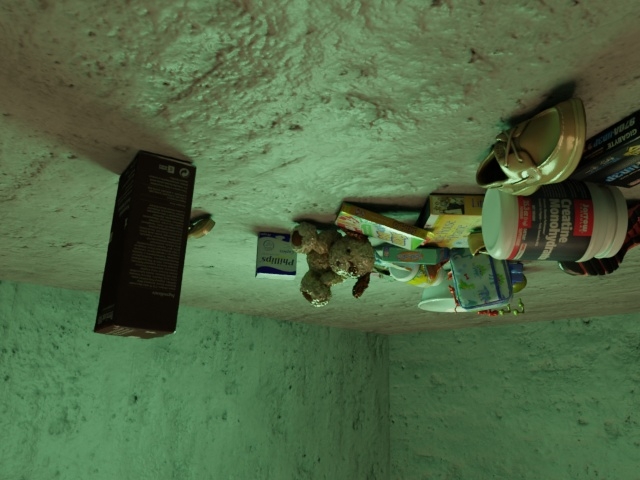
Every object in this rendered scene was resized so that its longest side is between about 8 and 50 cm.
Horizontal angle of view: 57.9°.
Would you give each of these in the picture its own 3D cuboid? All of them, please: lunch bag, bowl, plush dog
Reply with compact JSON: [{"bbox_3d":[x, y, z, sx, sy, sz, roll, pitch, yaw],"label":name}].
[{"bbox_3d":[0.505,0.104,1.811,0.176,0.218,0.090,-13,161,22],"label":"lunch bag"},{"bbox_3d":[0.536,0.197,2.299,0.298,0.133,0.298,2,164,1],"label":"bowl"},{"bbox_3d":[0.061,0.053,1.726,0.226,0.262,0.211,-1,-165,35],"label":"plush dog"}]

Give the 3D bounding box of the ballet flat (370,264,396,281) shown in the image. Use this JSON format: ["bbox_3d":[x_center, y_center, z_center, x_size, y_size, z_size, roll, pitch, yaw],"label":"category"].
[{"bbox_3d":[0.229,0.101,2.119,0.222,0.076,0.079,15,140,-39],"label":"ballet flat"}]

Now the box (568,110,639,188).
[{"bbox_3d":[0.615,-0.172,1.135,0.175,0.051,0.220,6,163,-15],"label":"box"}]

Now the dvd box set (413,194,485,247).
[{"bbox_3d":[0.480,-0.045,1.578,0.421,0.062,0.307,1,164,0],"label":"dvd box set"}]

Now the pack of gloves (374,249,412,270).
[{"bbox_3d":[0.163,0.040,1.888,0.195,0.046,0.232,22,174,-26],"label":"pack of gloves"}]

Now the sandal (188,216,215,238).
[{"bbox_3d":[-0.411,-0.035,1.713,0.240,0.088,0.079,-22,122,39],"label":"sandal"}]

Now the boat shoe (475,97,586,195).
[{"bbox_3d":[0.381,-0.157,1.079,0.110,0.121,0.341,1,165,-1],"label":"boat shoe"}]

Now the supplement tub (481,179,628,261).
[{"bbox_3d":[0.525,-0.048,1.325,0.273,0.190,0.191,1,164,0],"label":"supplement tub"}]

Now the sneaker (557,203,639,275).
[{"bbox_3d":[0.724,0.007,1.489,0.314,0.115,0.136,-26,-177,-14],"label":"sneaker"}]

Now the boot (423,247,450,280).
[{"bbox_3d":[0.380,0.069,1.880,0.085,0.157,0.059,-12,121,26],"label":"boot"}]

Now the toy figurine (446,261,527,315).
[{"bbox_3d":[0.663,0.156,2.070,0.363,0.191,0.217,7,158,-24],"label":"toy figurine"}]

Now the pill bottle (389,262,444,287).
[{"bbox_3d":[0.339,0.099,1.999,0.118,0.117,0.209,-12,159,39],"label":"pill bottle"}]

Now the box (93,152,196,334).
[{"bbox_3d":[-0.391,0.020,1.291,0.143,0.380,0.191,11,162,-30],"label":"box"}]

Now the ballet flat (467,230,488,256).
[{"bbox_3d":[0.496,0.000,1.491,0.233,0.073,0.080,-11,160,33],"label":"ballet flat"}]

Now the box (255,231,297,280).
[{"bbox_3d":[-0.139,0.051,1.831,0.126,0.137,0.072,5,163,-11],"label":"box"}]

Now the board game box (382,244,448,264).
[{"bbox_3d":[0.294,0.039,1.777,0.160,0.047,0.210,3,-177,22],"label":"board game box"}]

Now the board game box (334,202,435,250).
[{"bbox_3d":[0.172,-0.032,1.577,0.260,0.039,0.124,16,164,-3],"label":"board game box"}]
